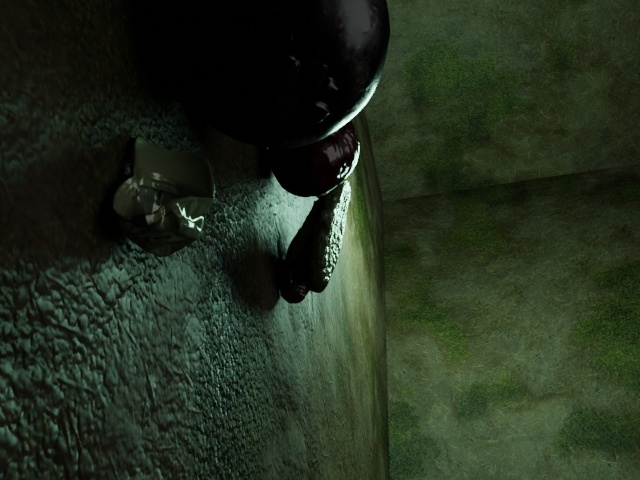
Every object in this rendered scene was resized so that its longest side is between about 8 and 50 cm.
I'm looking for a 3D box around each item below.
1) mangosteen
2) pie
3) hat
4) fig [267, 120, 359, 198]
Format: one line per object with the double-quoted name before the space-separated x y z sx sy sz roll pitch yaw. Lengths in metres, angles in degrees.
"mangosteen" -0.067 -0.297 0.833 0.307 0.306 0.347 67 2 -53
"pie" 0.004 -0.009 1.276 0.274 0.105 0.257 -53 166 -75
"hat" -0.182 -0.051 0.671 0.122 0.081 0.166 14 44 -37
"fig" -0.036 -0.166 1.282 0.249 0.186 0.204 -49 -171 48
